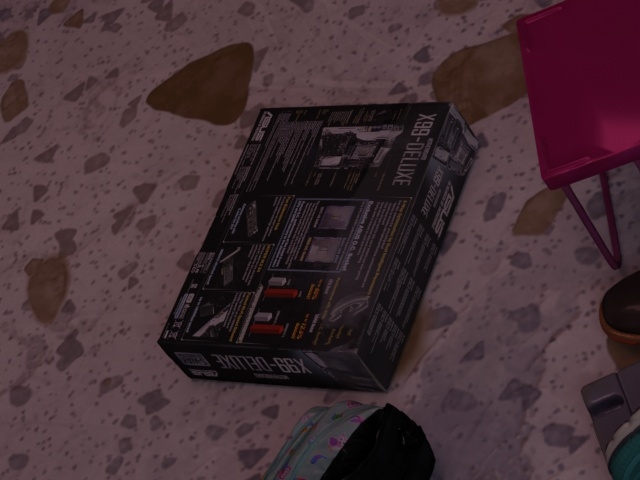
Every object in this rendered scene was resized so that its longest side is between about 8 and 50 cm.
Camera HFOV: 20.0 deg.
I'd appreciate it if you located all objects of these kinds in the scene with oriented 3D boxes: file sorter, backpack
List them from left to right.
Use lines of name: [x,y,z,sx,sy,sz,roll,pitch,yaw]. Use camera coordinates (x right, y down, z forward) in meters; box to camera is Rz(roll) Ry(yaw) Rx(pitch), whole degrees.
backpack: [0.017,0.223,1.595,0.115,0.152,0.182,4,51,41]
file sorter: [0.355,-0.126,1.634,0.291,0.182,0.202,-20,47,19]

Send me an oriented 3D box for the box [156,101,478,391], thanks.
box: [0.000,0.000,1.839,0.242,0.076,0.307,0,55,34]

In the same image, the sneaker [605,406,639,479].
sneaker: [0.348,0.156,1.379,0.275,0.107,0.110,-15,57,24]

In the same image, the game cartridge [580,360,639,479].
game cartridge: [0.362,0.212,1.433,0.230,0.068,0.355,-23,44,10]

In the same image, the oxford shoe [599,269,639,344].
oxford shoe: [0.361,0.010,1.574,0.271,0.098,0.097,-22,45,16]
